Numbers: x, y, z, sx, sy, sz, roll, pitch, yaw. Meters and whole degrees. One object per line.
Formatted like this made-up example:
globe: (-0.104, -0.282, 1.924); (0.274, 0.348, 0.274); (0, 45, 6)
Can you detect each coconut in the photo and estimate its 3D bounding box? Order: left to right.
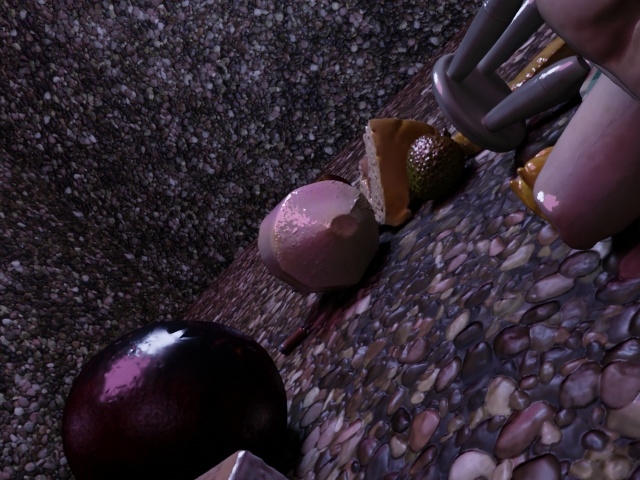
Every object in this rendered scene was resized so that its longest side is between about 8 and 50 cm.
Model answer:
coconut: (0.000, 0.000, 1.036); (0.233, 0.233, 0.245); (-51, 11, -18)

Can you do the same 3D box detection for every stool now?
stool: (0.302, -0.263, 0.784); (0.195, 0.195, 0.199); (-26, -10, -38)

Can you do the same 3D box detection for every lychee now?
lychee: (0.216, -0.146, 0.972); (0.146, 0.114, 0.114); (-69, 14, -7)

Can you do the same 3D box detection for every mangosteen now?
mangosteen: (-0.190, 0.251, 0.700); (0.297, 0.297, 0.293); (-44, 33, 18)

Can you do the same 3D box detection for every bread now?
bread: (0.196, -0.140, 1.119); (0.211, 0.223, 0.183); (-7, -5, -14)

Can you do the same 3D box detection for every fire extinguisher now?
fire extinguisher: (-0.048, 0.194, 1.027); (0.083, 0.022, 0.028); (-45, -19, 15)

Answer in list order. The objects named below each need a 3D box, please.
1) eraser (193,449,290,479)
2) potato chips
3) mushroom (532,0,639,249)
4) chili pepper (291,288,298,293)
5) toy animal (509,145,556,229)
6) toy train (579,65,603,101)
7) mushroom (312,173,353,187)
eraser: (-0.133, 0.339, 0.523); (0.343, 0.144, 0.078); (-42, 14, 30)
potato chips: (0.403, -0.306, 0.951); (0.407, 0.057, 0.080); (-45, 15, 14)
mushroom: (0.281, -0.148, 0.397); (0.314, 0.315, 0.336); (-59, -5, -45)
chili pepper: (0.006, 0.044, 1.248); (0.224, 0.061, 0.098); (-43, 19, 15)
toy animal: (0.304, -0.088, 0.585); (0.159, 0.083, 0.070); (-37, -16, -3)
toy train: (0.396, -0.202, 0.578); (0.125, 0.081, 0.194); (-59, 14, -4)
mushroom: (-0.016, -0.061, 1.453); (0.278, 0.163, 0.297); (-40, 10, -8)
